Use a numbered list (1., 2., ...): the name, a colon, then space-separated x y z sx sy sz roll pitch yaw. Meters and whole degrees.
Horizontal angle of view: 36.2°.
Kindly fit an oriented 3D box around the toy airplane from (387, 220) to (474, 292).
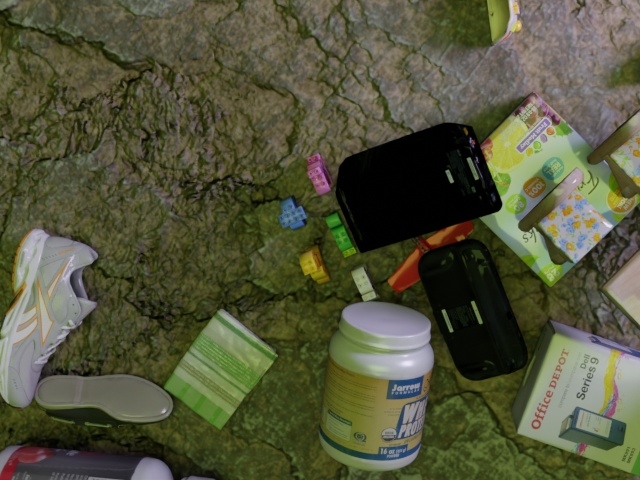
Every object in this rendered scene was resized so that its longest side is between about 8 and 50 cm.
1. toy airplane: 0.170 0.040 1.390 0.151 0.028 0.151 1 98 8

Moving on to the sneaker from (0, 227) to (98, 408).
1. sneaker: -0.394 0.119 1.423 0.121 0.099 0.262 10 87 -3

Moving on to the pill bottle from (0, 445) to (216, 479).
1. pill bottle: -0.314 0.397 1.415 0.319 0.176 0.176 4 97 7

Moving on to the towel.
1. towel: -0.148 0.191 1.453 0.113 0.023 0.152 38 102 4

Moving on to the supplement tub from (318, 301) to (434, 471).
1. supplement tub: 0.077 0.198 1.346 0.144 0.144 0.199 8 108 6

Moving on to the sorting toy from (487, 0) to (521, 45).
1. sorting toy: 0.248 -0.309 1.317 0.045 0.075 0.083 -7 96 8

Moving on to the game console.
1. game console: 0.166 0.029 1.343 0.213 0.044 0.361 -17 101 31

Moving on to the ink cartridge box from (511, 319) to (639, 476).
1. ink cartridge box: 0.390 0.220 1.350 0.212 0.093 0.154 20 99 5

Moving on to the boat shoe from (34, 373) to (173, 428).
1. boat shoe: -0.322 0.246 1.470 0.206 0.075 0.065 6 140 1

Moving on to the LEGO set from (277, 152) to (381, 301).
1. LEGO set: 0.000 0.000 1.373 0.087 0.093 0.227 -24 93 9

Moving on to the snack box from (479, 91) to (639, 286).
1. snack box: 0.301 -0.070 1.340 0.207 0.070 0.174 44 99 0

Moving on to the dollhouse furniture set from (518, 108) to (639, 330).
1. dollhouse furniture set: 0.517 -0.040 1.158 0.394 0.256 0.362 -43 84 -10
